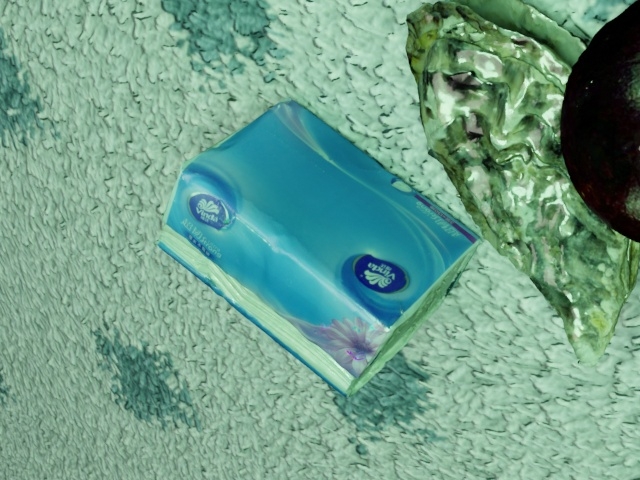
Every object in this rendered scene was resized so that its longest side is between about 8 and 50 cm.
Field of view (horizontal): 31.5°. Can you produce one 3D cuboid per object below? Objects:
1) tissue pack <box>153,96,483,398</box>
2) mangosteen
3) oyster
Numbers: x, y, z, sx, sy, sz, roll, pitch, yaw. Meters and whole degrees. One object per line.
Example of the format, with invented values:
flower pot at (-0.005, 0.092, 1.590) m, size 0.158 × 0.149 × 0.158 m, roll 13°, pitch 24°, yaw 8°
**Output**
tissue pack at (0.000, 0.000, 1.168) m, size 0.263 × 0.198 × 0.146 m, roll 39°, pitch 137°, yaw 12°
mangosteen at (0.287, -0.077, 0.861) m, size 0.211 × 0.211 × 0.250 m, roll 32°, pitch 168°, yaw 20°
oyster at (0.189, -0.059, 1.000) m, size 0.162 × 0.158 × 0.351 m, roll 174°, pitch 74°, yaw -83°
